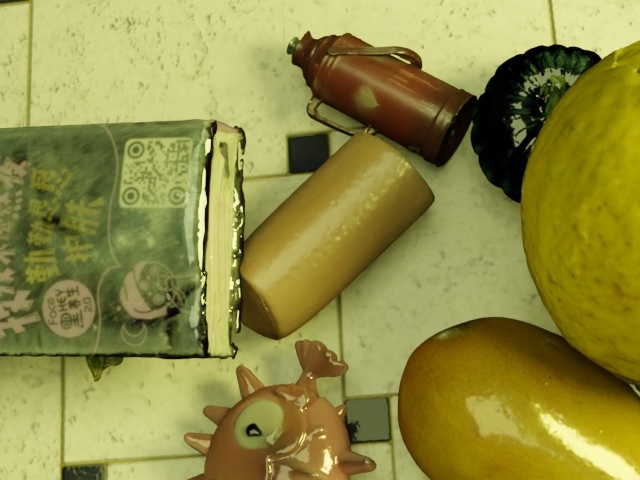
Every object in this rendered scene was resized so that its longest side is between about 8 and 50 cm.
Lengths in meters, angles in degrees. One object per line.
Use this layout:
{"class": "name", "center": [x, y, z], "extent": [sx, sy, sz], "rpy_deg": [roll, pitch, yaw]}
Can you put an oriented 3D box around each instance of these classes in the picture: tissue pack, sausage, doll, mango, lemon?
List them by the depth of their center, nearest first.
{"class": "lemon", "center": [0.365, -0.019, 1.269], "extent": [0.350, 0.350, 0.387], "rpy_deg": [21, 114, 15]}
{"class": "mango", "center": [0.229, 0.200, 1.343], "extent": [0.317, 0.173, 0.211], "rpy_deg": [30, 45, 16]}
{"class": "tissue pack", "center": [-0.267, 0.000, 1.417], "extent": [0.361, 0.122, 0.259], "rpy_deg": [-2, 83, 18]}
{"class": "doll", "center": [-0.043, 0.233, 1.423], "extent": [0.211, 0.093, 0.262], "rpy_deg": [22, 79, 21]}
{"class": "sausage", "center": [0.000, 0.000, 1.480], "extent": [0.253, 0.123, 0.123], "rpy_deg": [-45, 71, -7]}

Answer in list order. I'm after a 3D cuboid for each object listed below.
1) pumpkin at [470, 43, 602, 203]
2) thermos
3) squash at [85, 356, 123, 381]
{"class": "pumpkin", "center": [0.266, -0.126, 1.474], "extent": [0.194, 0.150, 0.194], "rpy_deg": [3, 107, 11]}
{"class": "thermos", "center": [0.059, -0.176, 1.541], "extent": [0.232, 0.099, 0.124], "rpy_deg": [28, 80, 15]}
{"class": "squash", "center": [-0.256, 0.015, 1.520], "extent": [0.137, 0.137, 0.287], "rpy_deg": [13, 80, 13]}
